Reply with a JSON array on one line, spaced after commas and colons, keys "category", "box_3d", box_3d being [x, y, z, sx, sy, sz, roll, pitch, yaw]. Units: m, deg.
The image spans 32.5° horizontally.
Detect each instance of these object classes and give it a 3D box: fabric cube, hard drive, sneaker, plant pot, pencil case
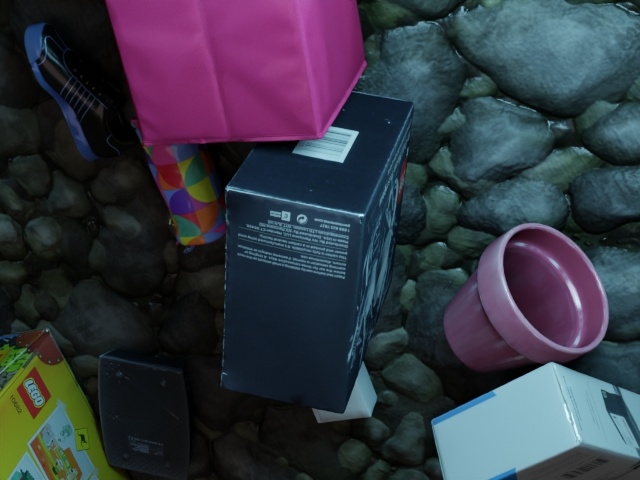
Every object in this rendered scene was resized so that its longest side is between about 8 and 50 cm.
[{"category": "fabric cube", "box_3d": [-0.105, -0.294, 1.421, 0.259, 0.254, 0.258, -1, 121, 17]}, {"category": "hard drive", "box_3d": [-0.307, 0.310, 1.964, 0.172, 0.054, 0.255, 9, 122, 12]}, {"category": "sneaker", "box_3d": [-0.352, -0.228, 1.645, 0.090, 0.081, 0.232, -13, 122, 21]}, {"category": "plant pot", "box_3d": [0.281, 0.101, 1.586, 0.201, 0.201, 0.180, 40, 139, -8]}, {"category": "pencil case", "box_3d": [-0.210, -0.101, 1.663, 0.104, 0.104, 0.236, -6, 116, 20]}]

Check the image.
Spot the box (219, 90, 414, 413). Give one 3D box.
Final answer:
[{"category": "box", "box_3d": [0.000, 0.000, 1.509, 0.179, 0.343, 0.312, 12, 123, 10]}]

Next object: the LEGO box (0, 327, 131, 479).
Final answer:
[{"category": "LEGO box", "box_3d": [-0.527, 0.470, 1.939, 0.193, 0.372, 0.500, -11, 115, 23]}]

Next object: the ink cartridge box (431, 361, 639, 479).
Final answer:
[{"category": "ink cartridge box", "box_3d": [0.350, 0.305, 1.621, 0.223, 0.129, 0.307, -33, 143, 31]}]

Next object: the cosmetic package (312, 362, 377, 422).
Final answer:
[{"category": "cosmetic package", "box_3d": [0.006, 0.181, 1.785, 0.099, 0.060, 0.239, -11, 116, 21]}]
